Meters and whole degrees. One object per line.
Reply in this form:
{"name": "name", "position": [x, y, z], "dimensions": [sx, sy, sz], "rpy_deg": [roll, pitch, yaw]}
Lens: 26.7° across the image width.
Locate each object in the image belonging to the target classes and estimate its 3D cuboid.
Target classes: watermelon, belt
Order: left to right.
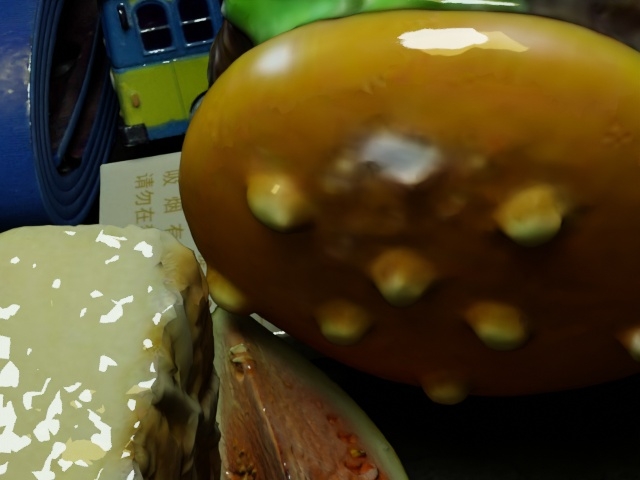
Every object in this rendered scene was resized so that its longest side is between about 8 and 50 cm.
{"name": "belt", "position": [-0.256, -0.153, 1.160], "dimensions": [0.117, 0.212, 0.347], "rpy_deg": [-3, 47, 9]}
{"name": "watermelon", "position": [-0.019, 0.208, 0.915], "dimensions": [0.128, 0.159, 0.303], "rpy_deg": [-35, 52, 21]}

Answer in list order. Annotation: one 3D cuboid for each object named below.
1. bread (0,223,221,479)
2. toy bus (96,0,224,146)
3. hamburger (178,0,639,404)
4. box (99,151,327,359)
{"name": "bread", "position": [-0.210, 0.218, 0.754], "dimensions": [0.279, 0.390, 0.371], "rpy_deg": [8, 56, 5]}
{"name": "toy bus", "position": [-0.046, -0.192, 1.151], "dimensions": [0.288, 0.175, 0.138], "rpy_deg": [-10, 30, 1]}
{"name": "hamburger", "position": [0.107, -0.068, 0.865], "dimensions": [0.396, 0.395, 0.277], "rpy_deg": [4, 57, 13]}
{"name": "box", "position": [0.000, 0.000, 1.103], "dimensions": [0.365, 0.051, 0.204], "rpy_deg": [-9, 53, 4]}
